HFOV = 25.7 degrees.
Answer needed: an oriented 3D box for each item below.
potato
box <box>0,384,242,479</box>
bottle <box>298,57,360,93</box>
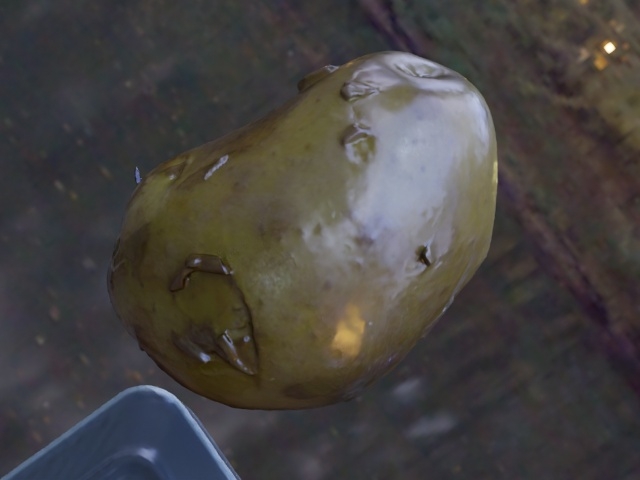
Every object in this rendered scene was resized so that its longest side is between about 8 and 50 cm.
[{"bbox_3d":[0.000,0.000,0.580,0.137,0.176,0.137,56,6,-9],"label":"potato"},{"bbox_3d":[-0.218,0.409,1.490,0.396,0.396,0.111,52,-7,14],"label":"box"},{"bbox_3d":[-0.010,-0.059,1.256,0.147,0.236,0.147,43,7,-7],"label":"bottle"}]
